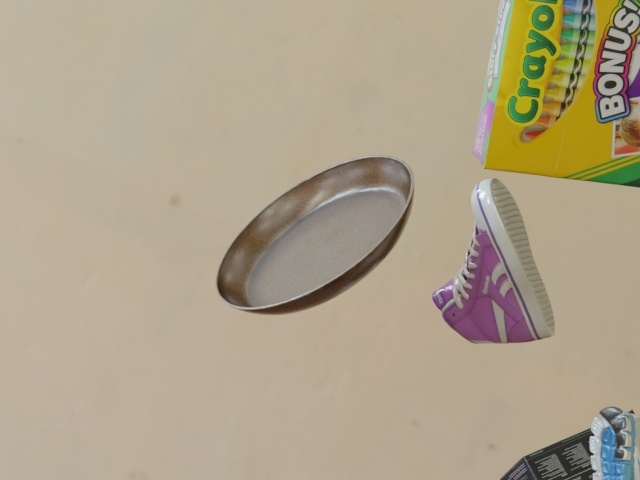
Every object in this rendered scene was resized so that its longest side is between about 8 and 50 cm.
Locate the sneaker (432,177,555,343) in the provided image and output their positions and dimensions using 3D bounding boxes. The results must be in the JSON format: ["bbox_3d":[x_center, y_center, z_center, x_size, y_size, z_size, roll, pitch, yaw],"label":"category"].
[{"bbox_3d":[0.222,0.044,1.931,0.161,0.102,0.282,-9,-57,20],"label":"sneaker"}]

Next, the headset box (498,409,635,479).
[{"bbox_3d":[0.496,0.480,2.381,0.283,0.246,0.131,62,-25,20],"label":"headset box"}]

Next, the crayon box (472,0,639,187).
[{"bbox_3d":[0.394,-0.262,1.847,0.313,0.363,0.106,6,17,-8],"label":"crayon box"}]

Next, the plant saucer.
[{"bbox_3d":[0.000,0.000,1.841,0.050,0.310,0.310,54,-17,-27],"label":"plant saucer"}]

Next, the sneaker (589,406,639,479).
[{"bbox_3d":[0.328,0.275,1.440,0.083,0.191,0.071,11,-2,-28],"label":"sneaker"}]
